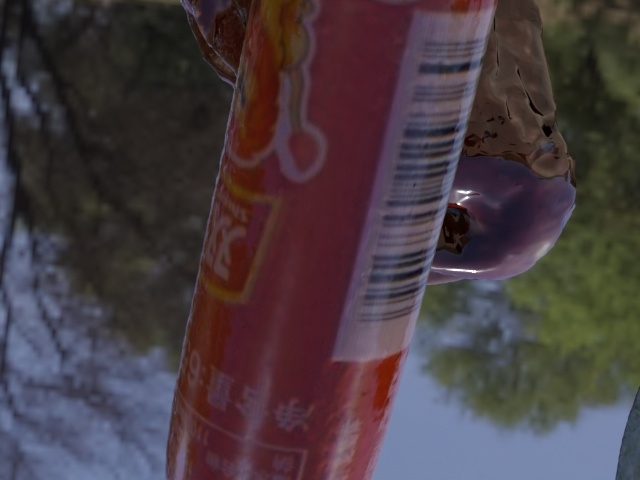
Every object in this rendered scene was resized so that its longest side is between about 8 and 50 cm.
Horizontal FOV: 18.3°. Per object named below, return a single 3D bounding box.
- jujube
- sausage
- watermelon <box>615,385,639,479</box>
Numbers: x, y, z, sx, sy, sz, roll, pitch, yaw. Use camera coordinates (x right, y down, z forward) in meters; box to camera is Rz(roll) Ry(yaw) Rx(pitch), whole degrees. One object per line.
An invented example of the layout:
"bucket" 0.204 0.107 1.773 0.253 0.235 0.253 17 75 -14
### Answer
"jujube" 0.034 -0.113 1.106 0.216 0.216 0.342 2 -140 -23
"sausage" 0.000 0.000 0.603 0.074 0.274 0.074 10 -157 -4
"watermelon" 0.211 0.082 0.655 0.207 0.202 0.136 6 176 -6
